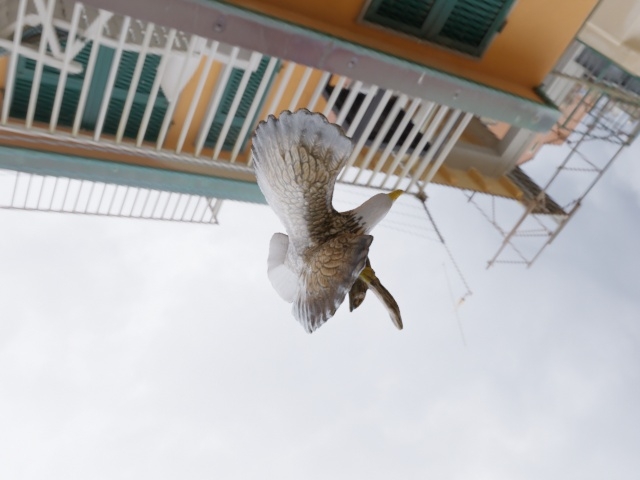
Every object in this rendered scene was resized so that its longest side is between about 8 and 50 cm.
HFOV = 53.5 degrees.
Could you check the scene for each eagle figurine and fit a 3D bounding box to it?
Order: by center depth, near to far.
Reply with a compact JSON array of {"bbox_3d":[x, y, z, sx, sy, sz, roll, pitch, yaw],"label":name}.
[{"bbox_3d":[0.007,-0.009,0.801,0.226,0.225,0.298,26,180,23],"label":"eagle figurine"}]
